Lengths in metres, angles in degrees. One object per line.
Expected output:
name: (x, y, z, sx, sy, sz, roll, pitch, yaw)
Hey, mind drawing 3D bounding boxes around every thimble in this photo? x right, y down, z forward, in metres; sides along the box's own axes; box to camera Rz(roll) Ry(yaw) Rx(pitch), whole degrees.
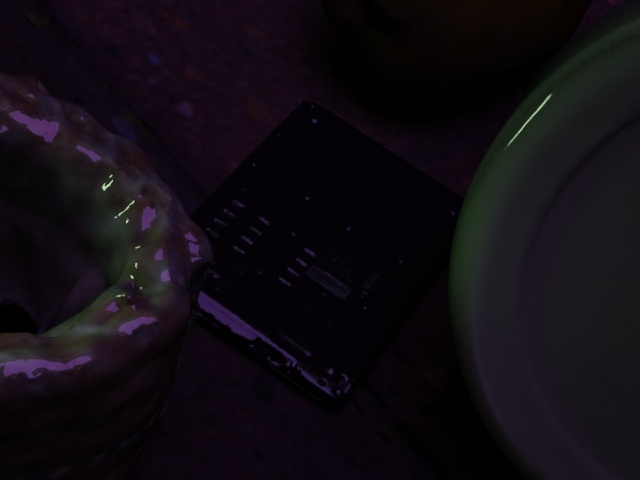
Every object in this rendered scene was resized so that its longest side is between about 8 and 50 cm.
thimble: (-0.174, 0.027, 0.642, 0.229, 0.148, 0.196, 24, 49, 1)

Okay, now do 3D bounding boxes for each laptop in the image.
laptop: (0.000, 0.000, 0.816, 0.129, 0.016, 0.180, 34, 48, 7)

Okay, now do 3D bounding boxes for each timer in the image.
timer: (0.221, -0.030, 0.795, 0.290, 0.291, 0.315, 22, 25, -2)

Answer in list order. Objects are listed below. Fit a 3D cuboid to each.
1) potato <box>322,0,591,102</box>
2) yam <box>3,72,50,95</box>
potato: (0.088, -0.174, 0.908, 0.200, 0.137, 0.154, -31, 69, -38)
yam: (-0.279, -0.074, 0.739, 0.299, 0.066, 0.066, 9, 50, -17)
